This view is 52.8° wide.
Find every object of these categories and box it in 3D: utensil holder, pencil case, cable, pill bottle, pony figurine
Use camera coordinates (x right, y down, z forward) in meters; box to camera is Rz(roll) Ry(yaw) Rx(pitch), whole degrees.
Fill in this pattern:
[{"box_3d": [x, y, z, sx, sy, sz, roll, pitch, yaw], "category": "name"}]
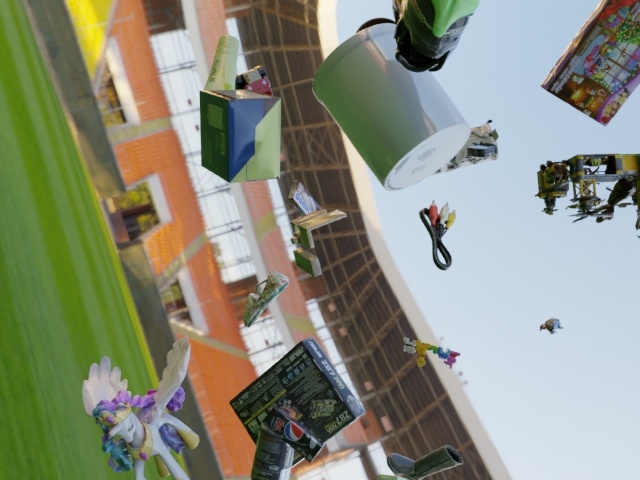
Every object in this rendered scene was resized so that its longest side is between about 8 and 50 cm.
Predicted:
[{"box_3d": [0.213, -0.388, 1.915, 0.385, 0.328, 0.327, 57, -19, 18], "category": "utensil holder"}, {"box_3d": [0.487, -0.350, 2.521, 0.183, 0.411, 0.159, 72, 6, -63], "category": "pencil case"}, {"box_3d": [0.421, -0.030, 2.301, 0.072, 0.140, 0.287, 125, -18, -45], "category": "cable"}, {"box_3d": [-0.146, 0.677, 2.122, 0.130, 0.131, 0.245, -155, -105, -69], "category": "pill bottle"}, {"box_3d": [-0.431, 0.446, 1.618, 0.351, 0.303, 0.363, -105, 172, -58], "category": "pony figurine"}]

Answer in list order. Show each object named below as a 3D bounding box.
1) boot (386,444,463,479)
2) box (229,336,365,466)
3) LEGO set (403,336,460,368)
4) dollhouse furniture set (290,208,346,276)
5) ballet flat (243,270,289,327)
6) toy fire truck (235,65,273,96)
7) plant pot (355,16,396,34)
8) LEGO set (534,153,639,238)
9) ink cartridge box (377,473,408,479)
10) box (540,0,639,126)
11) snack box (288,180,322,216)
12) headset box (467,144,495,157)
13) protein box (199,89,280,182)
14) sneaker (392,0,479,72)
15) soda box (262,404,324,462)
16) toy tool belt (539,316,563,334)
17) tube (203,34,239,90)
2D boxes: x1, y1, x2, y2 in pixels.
[{"box_3d": [0.363, 0.772, 2.260, 0.209, 0.190, 0.076, -35, -145, 38], "category": "boot"}, {"box_3d": [-0.089, 0.574, 2.218, 0.318, 0.395, 0.097, 53, 22, 17], "category": "box"}, {"box_3d": [0.420, 0.449, 2.497, 0.087, 0.227, 0.093, 45, 60, -73], "category": "LEGO set"}, {"box_3d": [0.000, 0.000, 1.784, 0.144, 0.123, 0.151, 28, -44, 59], "category": "dollhouse furniture set"}, {"box_3d": [-0.190, 0.184, 2.088, 0.077, 0.091, 0.241, 43, -64, 4], "category": "ballet flat"}, {"box_3d": [-0.237, -0.443, 2.247, 0.246, 0.159, 0.217, 60, -23, 2], "category": "toy fire truck"}, {"box_3d": [0.203, -0.638, 2.194, 0.165, 0.167, 0.166, 68, -2, -70], "category": "plant pot"}, {"box_3d": [0.655, -0.081, 1.439, 0.255, 0.332, 0.192, 150, -61, -77], "category": "LEGO set"}, {"box_3d": [0.169, 0.676, 1.497, 0.171, 0.056, 0.234, 46, 47, -53], "category": "ink cartridge box"}, {"box_3d": [0.734, -0.465, 1.637, 0.293, 0.201, 0.057, -58, -166, 23], "category": "box"}, {"box_3d": [-0.045, -0.113, 2.012, 0.178, 0.022, 0.064, 49, 52, -52], "category": "snack box"}, {"box_3d": [0.563, -0.315, 2.271, 0.083, 0.062, 0.032, 18, -62, 48], "category": "headset box"}, {"box_3d": [-0.202, -0.263, 1.594, 0.201, 0.136, 0.199, 32, -55, 56], "category": "protein box"}, {"box_3d": [0.236, -0.510, 1.545, 0.483, 0.185, 0.202, -74, -171, -77], "category": "sneaker"}, {"box_3d": [-0.072, 0.516, 1.722, 0.169, 0.053, 0.060, 37, -4, 12], "category": "soda box"}, {"box_3d": [0.770, 0.288, 2.139, 0.051, 0.083, 0.052, 37, -54, 33], "category": "toy tool belt"}, {"box_3d": [-0.264, -0.461, 1.761, 0.062, 0.070, 0.240, 40, 44, -43], "category": "tube"}]
